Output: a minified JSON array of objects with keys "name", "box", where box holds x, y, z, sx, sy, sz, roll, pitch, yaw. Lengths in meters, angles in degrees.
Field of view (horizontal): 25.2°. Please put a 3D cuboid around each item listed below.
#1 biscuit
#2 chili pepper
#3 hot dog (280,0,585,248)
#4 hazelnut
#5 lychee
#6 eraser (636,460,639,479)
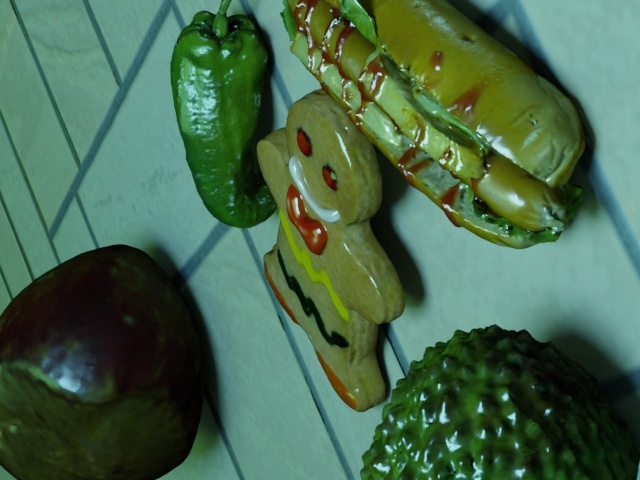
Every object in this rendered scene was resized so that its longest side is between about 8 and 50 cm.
[{"name":"biscuit","box":[-0.001,0.000,0.942,0.165,0.036,0.250,55,157,29]},{"name":"chili pepper","box":[-0.070,-0.107,1.011,0.072,0.073,0.204,-123,28,-57]},{"name":"hot dog","box":[0.052,-0.081,0.775,0.250,0.076,0.104,53,148,38]},{"name":"hazelnut","box":[-0.194,0.120,1.284,0.234,0.218,0.218,-46,63,40]},{"name":"lychee","box":[0.092,0.128,0.743,0.171,0.171,0.171,42,142,46]},{"name":"eraser","box":[0.171,0.131,0.581,0.081,0.174,0.227,15,126,22]}]
